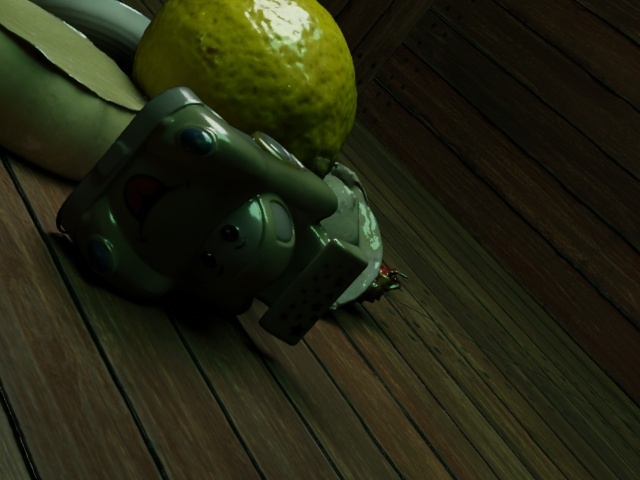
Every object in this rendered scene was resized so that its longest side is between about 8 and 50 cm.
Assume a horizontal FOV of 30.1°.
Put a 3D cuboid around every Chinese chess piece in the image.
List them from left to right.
[{"bbox_3d":[-0.403,-0.229,1.675,0.338,0.140,0.338,38,10,-8],"label":"Chinese chess piece"}]

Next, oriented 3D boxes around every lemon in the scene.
[{"bbox_3d":[-0.108,-0.231,1.833,0.350,0.350,0.387,23,26,-55],"label":"lemon"}]

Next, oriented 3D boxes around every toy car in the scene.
[{"bbox_3d":[-0.124,-0.012,1.493,0.226,0.242,0.336,49,13,27],"label":"toy car"}]

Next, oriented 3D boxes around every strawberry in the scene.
[{"bbox_3d":[0.037,0.049,2.118,0.167,0.087,0.208,9,21,-38],"label":"strawberry"}]

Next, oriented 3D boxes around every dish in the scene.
[{"bbox_3d":[-0.383,-0.287,1.964,0.273,0.133,0.273,15,-19,5],"label":"dish"}]

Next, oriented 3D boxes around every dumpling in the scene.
[{"bbox_3d":[-0.016,-0.005,1.969,0.163,0.293,0.204,2,-50,34],"label":"dumpling"}]
